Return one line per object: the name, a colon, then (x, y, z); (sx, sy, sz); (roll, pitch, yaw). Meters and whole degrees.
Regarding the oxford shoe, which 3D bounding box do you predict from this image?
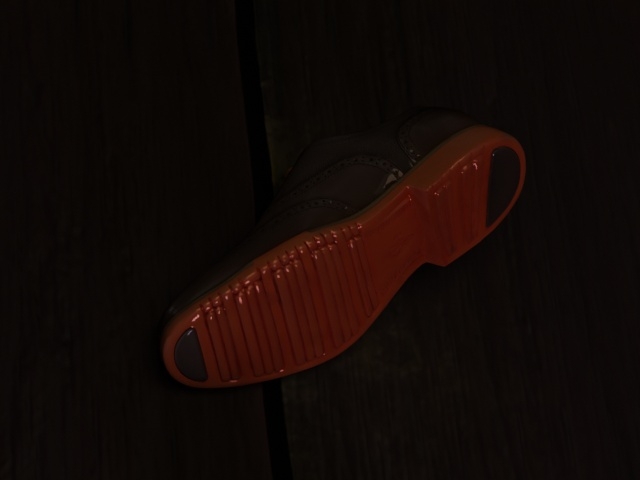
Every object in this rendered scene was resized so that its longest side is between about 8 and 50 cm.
oxford shoe: (0.000, 0.000, 1.467); (0.364, 0.130, 0.133); (-30, 45, -26)
